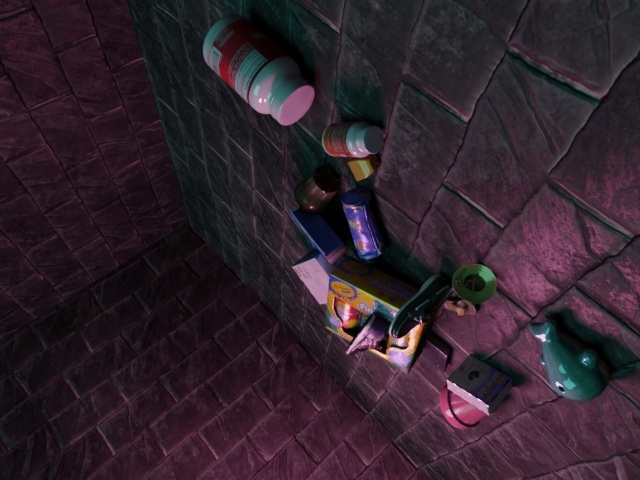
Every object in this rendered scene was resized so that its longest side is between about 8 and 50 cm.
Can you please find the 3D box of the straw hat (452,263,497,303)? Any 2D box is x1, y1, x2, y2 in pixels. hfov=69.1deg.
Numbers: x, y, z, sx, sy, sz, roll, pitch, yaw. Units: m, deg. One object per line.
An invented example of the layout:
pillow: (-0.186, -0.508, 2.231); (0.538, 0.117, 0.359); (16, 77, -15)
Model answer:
straw hat: (0.531, 0.144, 1.600); (0.144, 0.144, 0.061); (45, -165, 16)

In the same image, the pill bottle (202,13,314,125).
pill bottle: (-0.221, -0.616, 1.701); (0.407, 0.229, 0.229); (45, 154, 15)

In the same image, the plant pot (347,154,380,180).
plant pot: (0.166, -0.272, 1.671); (0.083, 0.081, 0.081); (-5, 120, 50)

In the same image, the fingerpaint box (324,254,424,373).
fingerpaint box: (0.248, 0.325, 2.035); (0.445, 0.163, 0.371); (26, 135, 23)

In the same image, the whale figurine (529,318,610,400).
whale figurine: (0.750, 0.375, 1.437); (0.272, 0.141, 0.216); (52, 156, 2)

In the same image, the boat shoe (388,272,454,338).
boat shoe: (0.379, 0.258, 1.739); (0.091, 0.302, 0.114); (38, 180, 40)

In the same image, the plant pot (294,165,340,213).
plant pot: (-0.005, -0.219, 1.949); (0.167, 0.167, 0.165); (51, 148, 3)

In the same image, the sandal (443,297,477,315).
sandal: (0.526, 0.258, 1.778); (0.180, 0.049, 0.072); (-2, 122, 60)

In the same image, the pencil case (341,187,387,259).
pencil case: (0.179, -0.059, 1.875); (0.133, 0.119, 0.306); (31, 148, 52)

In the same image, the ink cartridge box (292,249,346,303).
ink cartridge box: (0.018, 0.181, 2.432); (0.270, 0.151, 0.395); (54, 153, -5)

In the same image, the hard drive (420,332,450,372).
hard drive: (0.483, 0.482, 2.142); (0.255, 0.054, 0.172); (35, 150, 33)

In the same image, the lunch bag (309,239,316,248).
lunch bag: (0.000, 0.000, 2.297); (0.065, 0.098, 0.067); (54, -174, 3)

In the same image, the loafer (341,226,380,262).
loafer: (0.171, 0.019, 2.037); (0.220, 0.080, 0.078); (37, 152, 30)

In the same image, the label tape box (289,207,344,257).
label tape box: (-0.004, -0.038, 2.077); (0.249, 0.115, 0.347); (51, 177, 12)

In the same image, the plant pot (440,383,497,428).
plant pot: (0.649, 0.691, 1.996); (0.201, 0.201, 0.180); (50, 139, 5)

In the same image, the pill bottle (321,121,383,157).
pill bottle: (0.112, -0.348, 1.608); (0.216, 0.121, 0.121); (17, 137, 53)

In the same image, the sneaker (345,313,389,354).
sneaker: (0.203, 0.433, 1.960); (0.124, 0.107, 0.283); (34, 139, 6)

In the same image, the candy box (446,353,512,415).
candy box: (0.637, 0.574, 1.866); (0.196, 0.165, 0.070); (26, 142, 45)
